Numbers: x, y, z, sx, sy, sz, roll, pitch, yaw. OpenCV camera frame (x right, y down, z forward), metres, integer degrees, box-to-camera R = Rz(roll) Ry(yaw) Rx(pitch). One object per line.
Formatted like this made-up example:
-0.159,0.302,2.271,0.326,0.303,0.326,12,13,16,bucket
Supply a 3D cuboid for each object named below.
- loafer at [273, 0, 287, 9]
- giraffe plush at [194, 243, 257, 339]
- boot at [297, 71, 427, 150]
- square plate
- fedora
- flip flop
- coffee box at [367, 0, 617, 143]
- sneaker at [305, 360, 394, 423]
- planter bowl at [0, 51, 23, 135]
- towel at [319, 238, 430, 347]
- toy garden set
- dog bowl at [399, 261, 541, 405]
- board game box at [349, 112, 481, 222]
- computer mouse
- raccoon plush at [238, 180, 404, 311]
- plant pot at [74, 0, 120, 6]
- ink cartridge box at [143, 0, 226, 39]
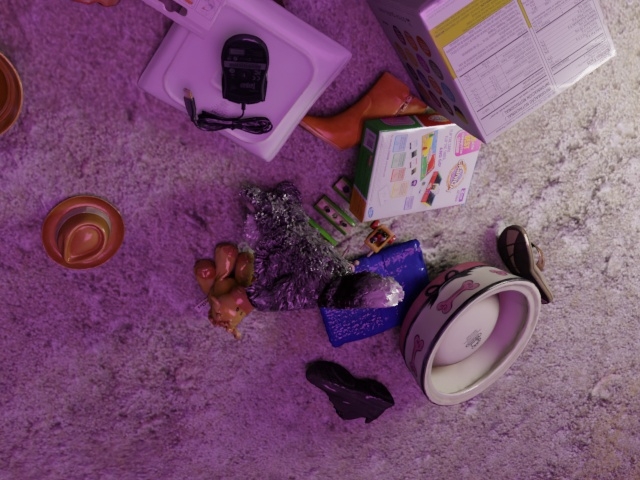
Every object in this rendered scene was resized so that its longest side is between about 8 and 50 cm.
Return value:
-0.183,-0.558,1.594,0.134,0.130,0.366,-15,127,21,loafer
-0.223,0.137,1.875,0.181,0.170,0.210,29,104,-26,giraffe plush
0.096,-0.304,1.809,0.295,0.104,0.211,22,102,-29,boot
-0.169,-0.354,1.641,0.347,0.049,0.344,29,125,-18,square plate
-0.543,-0.005,1.769,0.194,0.079,0.194,-6,116,-13,fedora
0.573,0.060,2.114,0.080,0.112,0.277,-46,119,-21,flip flop
0.354,-0.469,1.659,0.338,0.337,0.334,-35,120,1,coffee box
0.069,0.434,2.141,0.286,0.109,0.130,29,110,-24,sneaker
-0.716,-0.311,1.568,0.217,0.090,0.217,-6,115,-13,planter bowl
0.140,0.137,2.041,0.308,0.076,0.227,-19,111,-6,towel
0.047,-0.004,1.918,0.204,0.049,0.244,42,98,-8,toy garden set
0.383,0.234,2.046,0.408,0.150,0.407,-22,133,-26,dog bowl
0.234,-0.180,1.852,0.317,0.064,0.242,-10,127,-29,board game box
-0.193,-0.330,1.596,0.184,0.060,0.262,0,141,-1,computer mouse
0.000,0.000,1.757,0.216,0.447,0.299,-6,91,-58,raccoon plush
-0.436,-0.598,1.430,0.273,0.272,0.265,15,117,-22,plant pot
-0.241,-0.532,1.483,0.181,0.056,0.224,32,117,-8,ink cartridge box
